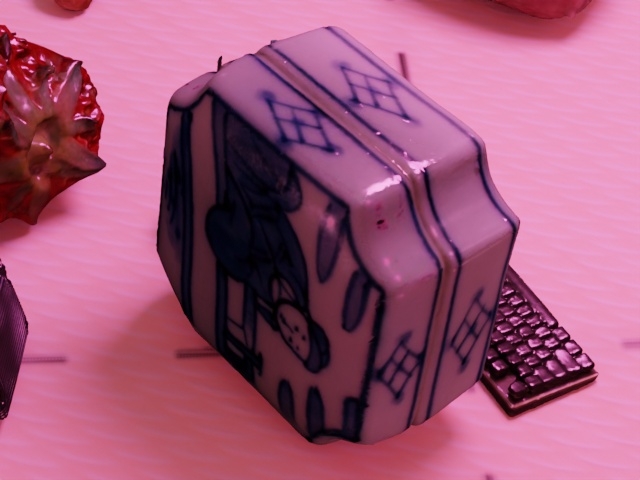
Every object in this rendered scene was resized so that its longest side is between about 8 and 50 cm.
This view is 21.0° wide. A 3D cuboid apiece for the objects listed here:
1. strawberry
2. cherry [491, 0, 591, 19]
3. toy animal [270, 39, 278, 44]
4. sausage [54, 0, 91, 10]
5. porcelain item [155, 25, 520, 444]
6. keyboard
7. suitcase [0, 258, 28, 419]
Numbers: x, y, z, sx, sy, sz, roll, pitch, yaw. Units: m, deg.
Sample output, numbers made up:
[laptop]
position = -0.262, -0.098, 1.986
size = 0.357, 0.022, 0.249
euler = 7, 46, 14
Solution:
[strawberry]
position = -0.305, -0.107, 1.525
size = 0.201, 0.184, 0.187
euler = 10, 49, 36
[cherry]
position = 0.200, -0.366, 1.802
size = 0.261, 0.221, 0.307
euler = -17, 67, -18
[toy animal]
position = -0.070, -0.092, 1.592
size = 0.103, 0.100, 0.208
euler = 4, 49, 31
[sausage]
position = -0.274, -0.357, 1.844
size = 0.078, 0.078, 0.304
euler = -6, 46, -11
[porcelain item]
position = 0.000, 0.000, 1.364
size = 0.157, 0.281, 0.286
euler = -28, 56, -31
[keyboard]
position = 0.116, 0.026, 1.528
size = 0.106, 0.027, 0.317
euler = -20, 50, -24
[suitcase]
position = -0.279, 0.083, 1.393
size = 0.059, 0.086, 0.126
euler = -6, 44, 10
